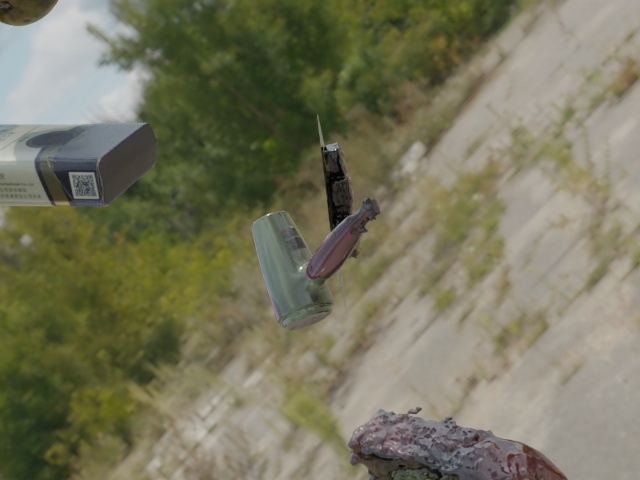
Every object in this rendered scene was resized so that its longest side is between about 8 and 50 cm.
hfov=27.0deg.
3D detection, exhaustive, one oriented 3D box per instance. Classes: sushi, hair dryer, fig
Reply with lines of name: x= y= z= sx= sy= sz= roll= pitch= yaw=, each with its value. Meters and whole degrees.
sushi: x=0.028 y=-0.031 z=1.517 sx=0.031 sy=0.200 sz=0.139 roll=-8 pitch=-25 yaw=3
sushi: x=0.158 y=0.255 z=1.369 sx=0.161 sy=0.241 sz=0.107 roll=-32 pitch=14 yaw=41
hair dryer: x=0.004 y=0.005 z=1.175 sx=0.054 sy=0.106 sz=0.154 roll=-3 pitch=-22 yaw=-43
fig: x=-0.507 y=-0.461 z=2.205 sx=0.181 sy=0.181 sz=0.191 roll=-43 pitch=32 yaw=54

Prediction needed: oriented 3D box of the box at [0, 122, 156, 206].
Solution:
box: x=-0.367 y=-0.102 z=1.771 sx=0.259 sy=0.071 sz=0.168 roll=0 pitch=23 yaw=19
